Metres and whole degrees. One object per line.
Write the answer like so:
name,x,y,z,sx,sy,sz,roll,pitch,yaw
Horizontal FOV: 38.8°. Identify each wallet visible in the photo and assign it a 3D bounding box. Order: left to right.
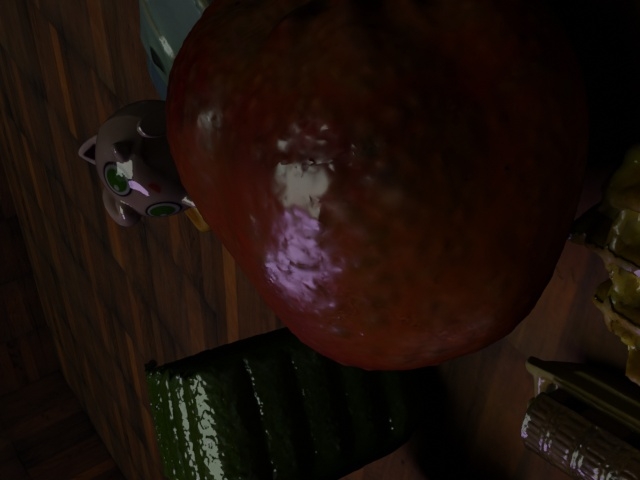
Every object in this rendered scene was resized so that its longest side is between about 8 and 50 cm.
wallet,-0.106,-0.156,0.935,0.252,0.083,0.360,56,164,6

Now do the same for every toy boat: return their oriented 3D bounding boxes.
toy boat,0.225,0.154,0.643,0.226,0.088,0.068,31,138,51

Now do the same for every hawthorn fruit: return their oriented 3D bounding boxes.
hawthorn fruit,0.044,-0.039,0.619,0.287,0.287,0.330,37,149,45

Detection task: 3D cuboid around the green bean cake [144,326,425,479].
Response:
green bean cake,-0.041,0.174,0.965,0.247,0.249,0.157,-16,87,66

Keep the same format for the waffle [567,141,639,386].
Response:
waffle,0.268,0.047,0.501,0.301,0.058,0.282,50,151,28

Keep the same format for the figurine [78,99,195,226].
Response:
figurine,-0.166,-0.077,0.906,0.138,0.125,0.125,-24,91,46

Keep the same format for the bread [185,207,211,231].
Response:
bread,-0.138,-0.061,1.002,0.103,0.049,0.062,55,157,-3
